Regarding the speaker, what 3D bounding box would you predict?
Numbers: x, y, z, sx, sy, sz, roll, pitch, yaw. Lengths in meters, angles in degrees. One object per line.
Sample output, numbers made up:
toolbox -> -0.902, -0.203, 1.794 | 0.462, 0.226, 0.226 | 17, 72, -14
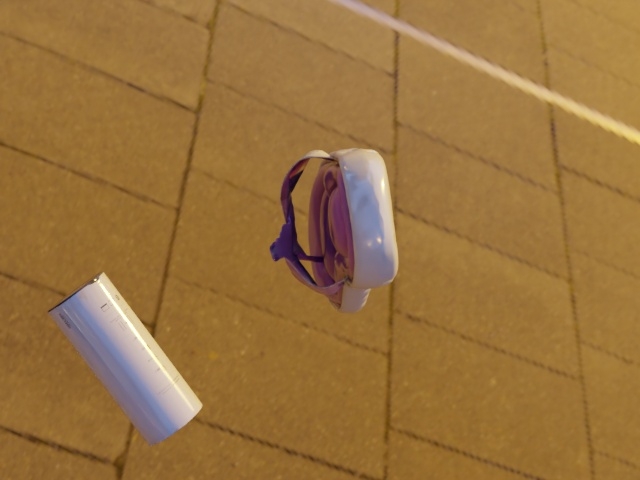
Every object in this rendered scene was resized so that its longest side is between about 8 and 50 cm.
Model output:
speaker -> -0.153, 0.094, 0.885 | 0.136, 0.055, 0.055 | 54, 43, -8

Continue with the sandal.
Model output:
sandal -> -0.002, -0.015, 1.128 | 0.102, 0.416, 0.169 | -5, 82, -6
